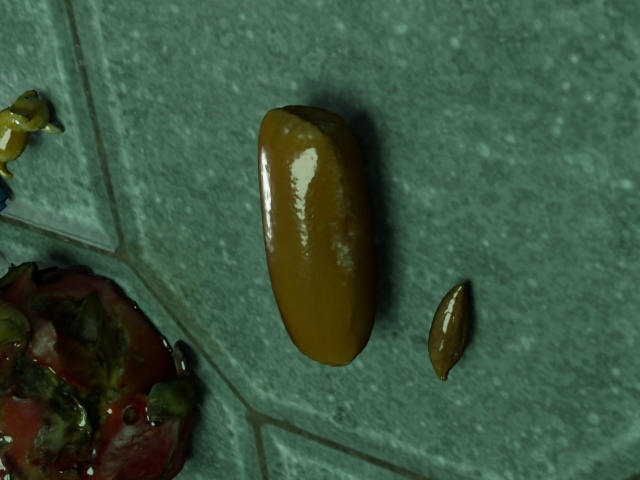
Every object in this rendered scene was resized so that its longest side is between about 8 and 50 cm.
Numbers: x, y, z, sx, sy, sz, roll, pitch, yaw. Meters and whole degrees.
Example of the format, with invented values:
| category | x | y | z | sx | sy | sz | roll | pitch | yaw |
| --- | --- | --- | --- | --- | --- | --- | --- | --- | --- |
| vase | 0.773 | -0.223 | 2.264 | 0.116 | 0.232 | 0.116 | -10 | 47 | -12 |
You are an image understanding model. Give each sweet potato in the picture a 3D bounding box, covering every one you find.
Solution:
| category | x | y | z | sx | sy | sz | roll | pitch | yaw |
| --- | --- | --- | --- | --- | --- | --- | --- | --- | --- |
| sweet potato | 0.106 | 0.072 | 1.236 | 0.034 | 0.034 | 0.095 | 28 | 124 | 26 |

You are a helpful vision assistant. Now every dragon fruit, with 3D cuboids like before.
| category | x | y | z | sx | sy | sz | roll | pitch | yaw |
| --- | --- | --- | --- | --- | --- | --- | --- | --- | --- |
| dragon fruit | -0.314 | 0.209 | 1.555 | 0.296 | 0.263 | 0.314 | 41 | 139 | 12 |

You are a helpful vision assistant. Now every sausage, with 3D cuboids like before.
| category | x | y | z | sx | sy | sz | roll | pitch | yaw |
| --- | --- | --- | --- | --- | --- | --- | --- | --- | --- |
| sausage | 0.000 | 0.000 | 1.239 | 0.098 | 0.098 | 0.238 | 18 | 127 | 34 |

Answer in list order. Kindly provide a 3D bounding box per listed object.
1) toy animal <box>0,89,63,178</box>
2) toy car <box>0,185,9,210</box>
| category | x | y | z | sx | sy | sz | roll | pitch | yaw |
| --- | --- | --- | --- | --- | --- | --- | --- | --- | --- |
| toy animal | -0.290 | -0.104 | 1.466 | 0.083 | 0.060 | 0.081 | -5 | 74 | 47 |
| toy car | -0.394 | -0.002 | 1.606 | 0.100 | 0.097 | 0.191 | 51 | 140 | 1 |
